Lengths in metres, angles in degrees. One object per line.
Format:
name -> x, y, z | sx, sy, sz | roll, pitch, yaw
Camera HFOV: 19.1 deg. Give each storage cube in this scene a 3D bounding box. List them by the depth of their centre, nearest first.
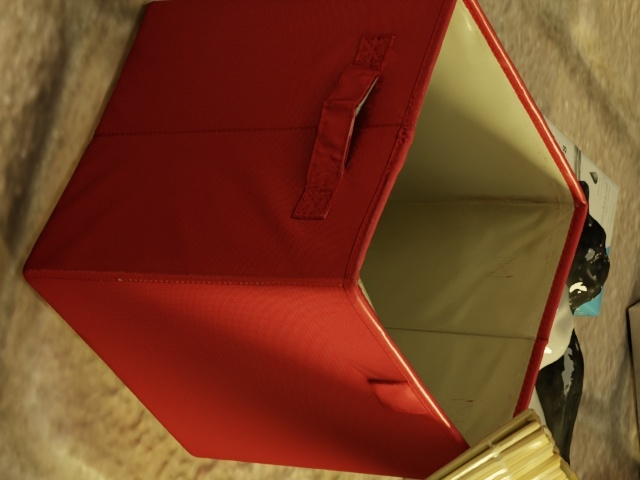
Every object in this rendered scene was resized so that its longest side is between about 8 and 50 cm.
storage cube -> 0.000, 0.000, 0.978 | 0.215, 0.193, 0.183 | 54, 47, -46

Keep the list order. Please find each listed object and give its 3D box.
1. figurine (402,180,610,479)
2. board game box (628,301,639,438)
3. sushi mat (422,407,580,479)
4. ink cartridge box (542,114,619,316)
figurine -> 0.121, 0.080, 1.186 | 0.215, 0.092, 0.209 | -40, 145, -68
board game box -> 0.378, 0.169, 1.717 | 0.319, 0.066, 0.318 | -27, 114, -55
sushi mat -> 0.003, 0.210, 0.958 | 0.316, 0.019, 0.151 | -34, 136, 1
ink cartridge box -> 0.144, -0.021, 1.336 | 0.180, 0.060, 0.104 | 33, 64, -54
